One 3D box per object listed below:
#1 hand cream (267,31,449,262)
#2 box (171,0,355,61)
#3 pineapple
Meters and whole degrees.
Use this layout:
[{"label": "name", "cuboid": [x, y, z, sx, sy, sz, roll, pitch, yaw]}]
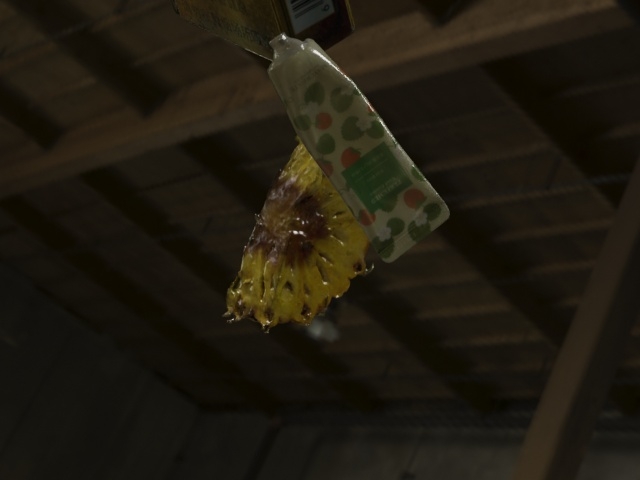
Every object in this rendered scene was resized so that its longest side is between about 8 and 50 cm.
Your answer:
[{"label": "hand cream", "cuboid": [0.019, -0.065, 0.891, 0.165, 0.057, 0.037, 54, -7, -8]}, {"label": "box", "cuboid": [-0.070, -0.249, 0.938, 0.159, 0.071, 0.240, 33, -31, 48]}, {"label": "pineapple", "cuboid": [-0.001, 0.000, 1.407, 0.079, 0.233, 0.135, 22, -4, 40]}]
